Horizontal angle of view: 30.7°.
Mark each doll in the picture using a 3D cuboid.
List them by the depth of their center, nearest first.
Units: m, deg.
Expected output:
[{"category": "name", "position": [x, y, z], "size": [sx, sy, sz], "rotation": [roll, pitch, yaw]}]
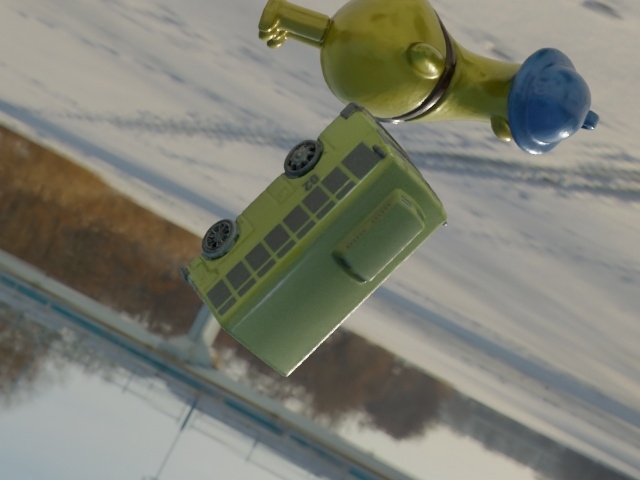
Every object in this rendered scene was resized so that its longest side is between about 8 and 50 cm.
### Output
[{"category": "doll", "position": [0.119, -0.182, 1.231], "size": [0.363, 0.145, 0.199], "rotation": [19, -175, 5]}]

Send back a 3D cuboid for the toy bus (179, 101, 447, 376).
[{"category": "toy bus", "position": [0.000, 0.000, 0.809], "size": [0.088, 0.175, 0.101], "rotation": [43, -176, -38]}]
